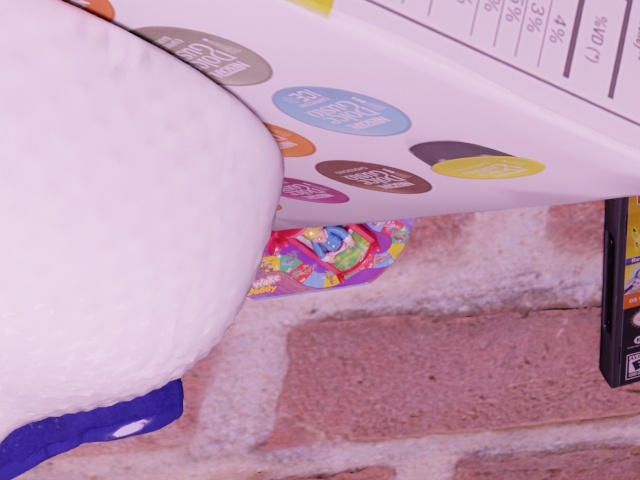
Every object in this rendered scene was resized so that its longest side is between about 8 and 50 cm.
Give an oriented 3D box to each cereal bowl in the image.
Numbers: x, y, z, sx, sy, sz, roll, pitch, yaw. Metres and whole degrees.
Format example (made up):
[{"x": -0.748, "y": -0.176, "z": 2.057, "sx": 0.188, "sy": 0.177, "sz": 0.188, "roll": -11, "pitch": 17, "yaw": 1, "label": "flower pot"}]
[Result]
[{"x": -0.190, "y": -0.001, "z": 0.486, "sx": 0.338, "sy": 0.339, "sz": 0.141, "roll": 17, "pitch": 76, "yaw": -29, "label": "cereal bowl"}]

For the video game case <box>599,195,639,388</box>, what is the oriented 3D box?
[{"x": 0.389, "y": 0.005, "z": 1.120, "sx": 0.274, "sy": 0.035, "sz": 0.248, "roll": -15, "pitch": 130, "yaw": -7, "label": "video game case"}]

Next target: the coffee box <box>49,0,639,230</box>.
[{"x": -0.040, "y": -0.212, "z": 0.524, "sx": 0.334, "sy": 0.337, "sz": 0.338, "roll": 18, "pitch": 79, "yaw": -29, "label": "coffee box"}]

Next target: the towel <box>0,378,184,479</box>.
[{"x": -0.221, "y": 0.017, "z": 0.831, "sx": 0.227, "sy": 0.076, "sz": 0.308, "roll": -18, "pitch": 117, "yaw": -26, "label": "towel"}]

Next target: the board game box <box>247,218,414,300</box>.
[{"x": 0.000, "y": 0.000, "z": 0.982, "sx": 0.168, "sy": 0.033, "sz": 0.133, "roll": -7, "pitch": 128, "yaw": -13, "label": "board game box"}]
